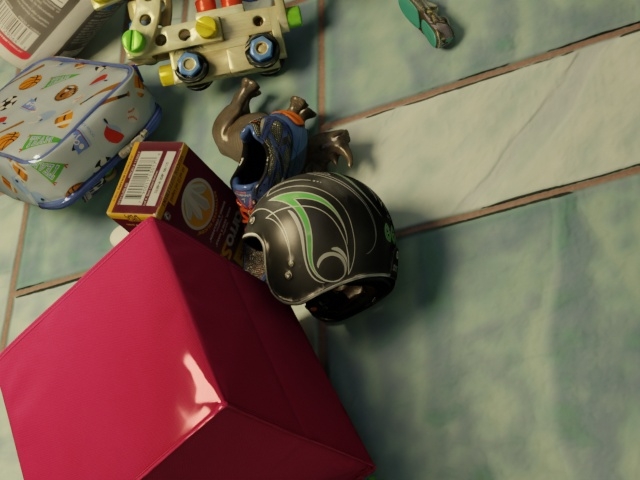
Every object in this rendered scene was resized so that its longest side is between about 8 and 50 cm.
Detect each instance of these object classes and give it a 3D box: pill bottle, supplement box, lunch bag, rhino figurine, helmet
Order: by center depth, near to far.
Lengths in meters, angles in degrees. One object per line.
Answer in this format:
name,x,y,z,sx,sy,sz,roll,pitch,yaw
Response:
helmet,0.000,0.000,1.243,0.169,0.169,0.162,-26,67,15
supplement box,-0.165,-0.030,1.343,0.080,0.188,0.104,4,64,32
rhino figurine,-0.047,-0.132,1.411,0.243,0.073,0.106,25,86,37
lunch bag,-0.375,-0.167,1.575,0.303,0.115,0.243,17,56,45
pill bottle,-0.377,-0.412,1.658,0.318,0.176,0.176,-36,46,34

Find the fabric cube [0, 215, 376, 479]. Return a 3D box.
fabric cube,-0.145,0.183,1.142,0.254,0.259,0.258,-42,49,13

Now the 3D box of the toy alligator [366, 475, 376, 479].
toy alligator,0.057,0.329,1.076,0.051,0.056,0.190,14,57,-9

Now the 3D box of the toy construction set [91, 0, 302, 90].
toy construction set,-0.151,-0.326,1.489,0.327,0.151,0.215,-12,87,18

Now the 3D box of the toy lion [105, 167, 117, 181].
toy lion,-0.345,-0.125,1.620,0.100,0.034,0.096,-12,49,25

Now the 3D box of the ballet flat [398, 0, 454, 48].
ballet flat,0.142,-0.290,1.421,0.041,0.041,0.114,-37,50,7

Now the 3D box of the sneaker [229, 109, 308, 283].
sneaker,-0.075,-0.050,1.331,0.083,0.087,0.221,8,98,40

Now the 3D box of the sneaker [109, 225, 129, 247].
sneaker,-0.228,-0.026,1.465,0.152,0.061,0.054,-16,57,25
